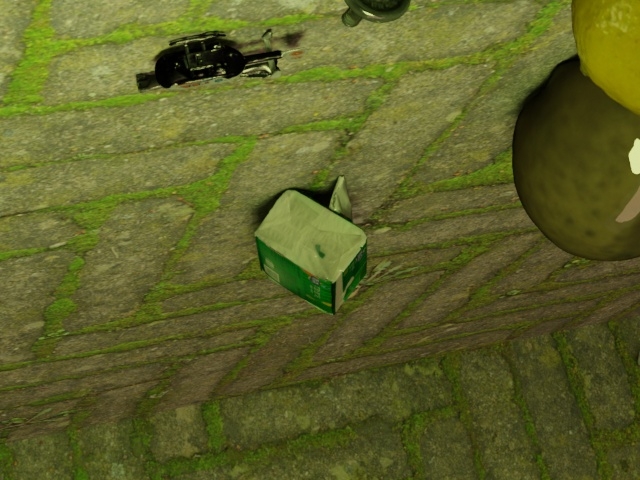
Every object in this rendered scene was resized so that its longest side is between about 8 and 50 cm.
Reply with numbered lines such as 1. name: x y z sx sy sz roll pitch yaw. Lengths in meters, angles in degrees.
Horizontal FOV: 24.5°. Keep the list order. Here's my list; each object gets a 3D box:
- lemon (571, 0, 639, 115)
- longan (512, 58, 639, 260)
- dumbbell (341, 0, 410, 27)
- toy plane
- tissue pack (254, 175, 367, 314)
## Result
1. lemon: 0.414 -0.255 1.597 0.284 0.260 0.260 -16 164 10
2. longan: 0.414 -0.121 2.034 0.288 0.288 0.350 -8 151 -24
3. dumbbell: 0.079 -0.283 1.487 0.082 0.081 0.254 -7 162 -26
4. toy plane: -0.108 -0.200 1.655 0.197 0.053 0.078 -12 172 -10
5. tissue pack: 0.002 0.000 2.274 0.156 0.148 0.209 -54 169 -14
